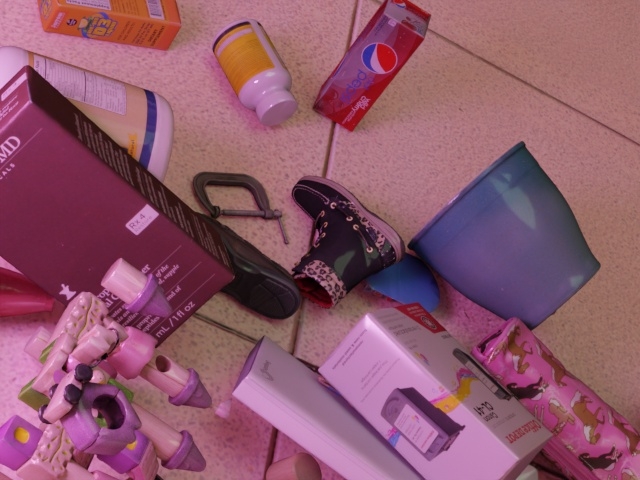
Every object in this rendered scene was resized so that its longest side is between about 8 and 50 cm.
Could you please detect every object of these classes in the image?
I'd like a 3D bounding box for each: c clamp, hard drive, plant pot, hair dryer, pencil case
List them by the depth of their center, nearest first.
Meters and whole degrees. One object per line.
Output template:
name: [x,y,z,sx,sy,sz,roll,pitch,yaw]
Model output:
hair dryer: [-0.477,0.120,1.566,0.293,0.080,0.224,-30,73,-32]
hard drive: [0.037,0.281,1.732,0.353,0.047,0.233,37,9,-3]
pencil case: [0.397,0.299,1.977,0.386,0.167,0.160,44,80,4]
c clamp: [-0.134,-0.061,1.998,0.160,0.022,0.137,6,52,-32]
plant pot: [0.336,0.011,2.081,0.255,0.272,0.271,47,43,6]

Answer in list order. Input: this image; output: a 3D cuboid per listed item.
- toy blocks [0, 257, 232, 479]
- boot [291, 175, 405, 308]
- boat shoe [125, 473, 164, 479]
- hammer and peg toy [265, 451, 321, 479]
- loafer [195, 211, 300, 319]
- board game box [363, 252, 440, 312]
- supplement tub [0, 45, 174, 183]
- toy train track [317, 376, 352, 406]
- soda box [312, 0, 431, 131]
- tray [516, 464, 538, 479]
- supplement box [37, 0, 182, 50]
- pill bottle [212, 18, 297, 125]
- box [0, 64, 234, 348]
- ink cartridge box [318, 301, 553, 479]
toy blocks: [-0.238,0.224,1.479,0.260,0.309,0.289,38,42,-17]
boot: [0.001,-0.001,1.993,0.236,0.085,0.178,36,56,25]
boat shoe: [-0.189,0.354,1.584,0.152,0.056,0.049,41,47,2]
hammer and peg toy: [0.009,0.455,1.555,0.266,0.127,0.361,36,43,-22]
loafer: [-0.148,0.029,1.878,0.267,0.096,0.084,35,22,-16]
board game box: [0.127,0.068,2.069,0.168,0.033,0.133,25,38,-19]
supplement tub: [-0.394,-0.146,1.732,0.316,0.228,0.228,16,47,-24]
toy train track: [0.032,0.225,1.802,0.083,0.014,0.048,34,9,-22]
soda box: [0.093,-0.324,2.201,0.092,0.263,0.083,30,43,-11]
tray: [0.262,0.438,1.854,0.145,0.030,0.270,29,43,-13]
supplement box: [-0.363,-0.392,2.074,0.233,0.078,0.080,5,56,-32]
pill bottle: [-0.114,-0.299,2.152,0.103,0.103,0.184,-9,61,-40]
box: [-0.313,-0.029,1.606,0.381,0.191,0.143,42,11,-29]
ink cartridge box: [0.177,0.244,1.805,0.306,0.131,0.226,43,17,17]
